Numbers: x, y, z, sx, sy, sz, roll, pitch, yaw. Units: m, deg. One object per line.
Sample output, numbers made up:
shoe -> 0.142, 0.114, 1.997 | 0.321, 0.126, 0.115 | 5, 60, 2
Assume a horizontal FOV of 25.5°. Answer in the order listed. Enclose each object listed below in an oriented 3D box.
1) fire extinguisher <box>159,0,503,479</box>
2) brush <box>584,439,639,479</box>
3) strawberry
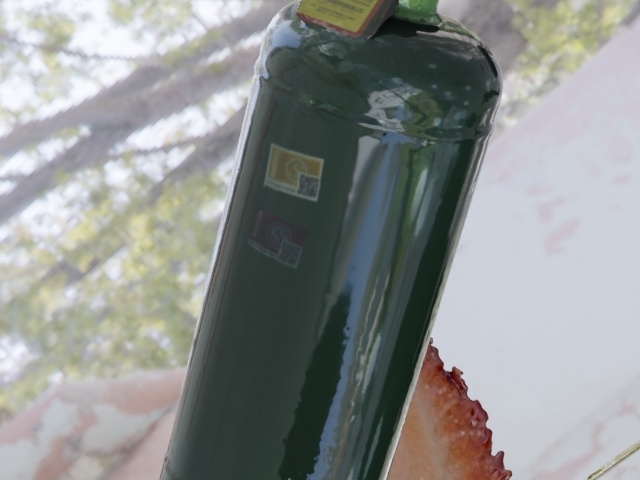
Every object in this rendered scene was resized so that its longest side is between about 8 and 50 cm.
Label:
fire extinguisher -> 0.000, 0.000, 0.563 | 0.114, 0.311, 0.095 | 25, -158, 23
brush -> 0.414, 0.248, 1.767 | 0.011, 0.205, 0.083 | 53, -165, -3
strawberry -> 0.065, 0.164, 1.010 | 0.167, 0.087, 0.208 | 8, -121, -17
